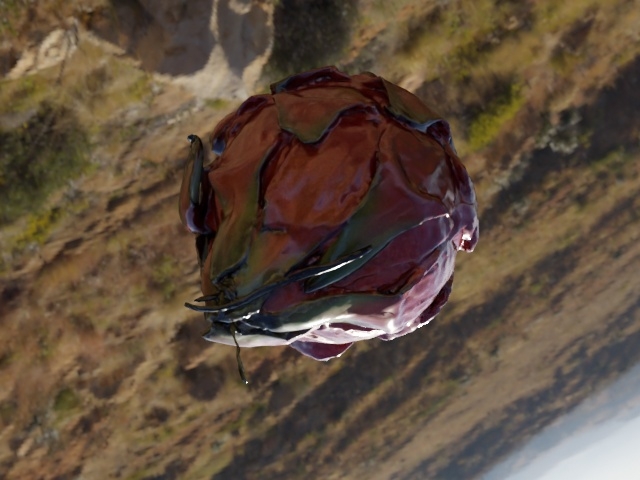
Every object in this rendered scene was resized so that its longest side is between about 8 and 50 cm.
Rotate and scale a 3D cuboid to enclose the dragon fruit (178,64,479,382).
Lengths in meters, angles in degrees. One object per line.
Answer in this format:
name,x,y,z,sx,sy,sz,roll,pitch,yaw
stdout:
dragon fruit,0.000,0.000,0.704,0.293,0.234,0.234,-58,-176,-37
